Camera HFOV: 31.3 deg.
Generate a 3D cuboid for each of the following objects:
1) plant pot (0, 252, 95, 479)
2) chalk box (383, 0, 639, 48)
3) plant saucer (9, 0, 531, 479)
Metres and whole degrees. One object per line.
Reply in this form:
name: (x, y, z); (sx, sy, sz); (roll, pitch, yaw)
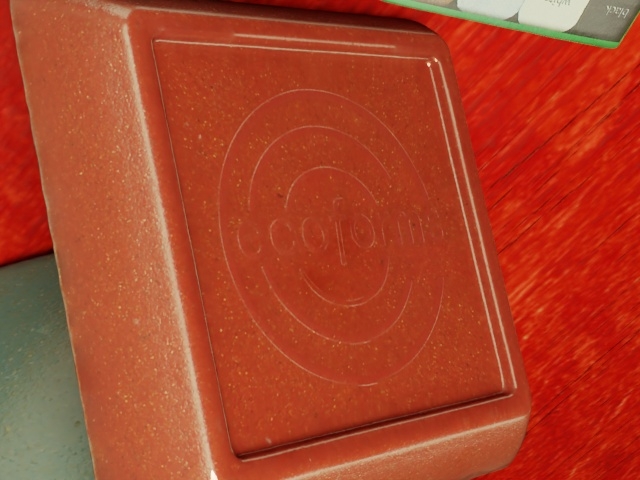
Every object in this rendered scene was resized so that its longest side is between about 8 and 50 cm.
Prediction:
plant pot: (-0.121, 0.148, 0.670); (0.252, 0.248, 0.247); (18, 131, 7)
chalk box: (0.080, -0.173, 0.467); (0.132, 0.213, 0.132); (5, 130, -28)
plant saucer: (0.000, 0.000, 0.542); (0.258, 0.259, 0.047); (-5, 168, -43)
